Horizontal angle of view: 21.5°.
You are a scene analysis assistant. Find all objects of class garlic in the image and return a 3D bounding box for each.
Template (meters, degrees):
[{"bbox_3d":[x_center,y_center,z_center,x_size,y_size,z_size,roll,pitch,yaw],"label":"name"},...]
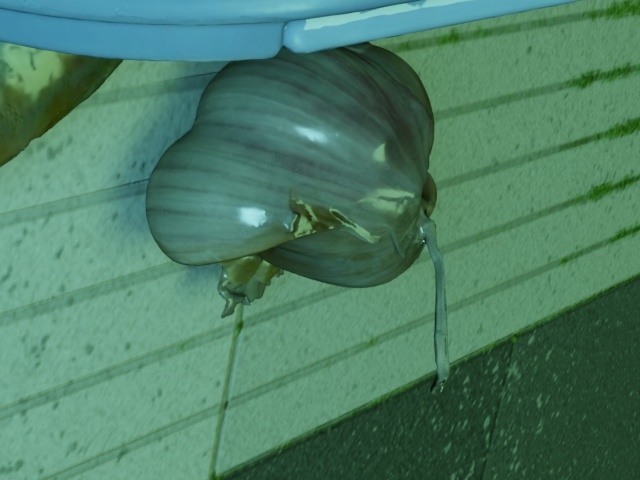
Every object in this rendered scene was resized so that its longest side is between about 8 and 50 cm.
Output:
[{"bbox_3d":[0.000,0.000,1.115,0.207,0.256,0.207,-26,171,-4],"label":"garlic"}]

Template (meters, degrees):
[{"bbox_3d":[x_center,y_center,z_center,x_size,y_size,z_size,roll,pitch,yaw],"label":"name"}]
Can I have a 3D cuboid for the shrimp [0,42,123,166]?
[{"bbox_3d":[-0.151,-0.142,0.887,0.317,0.077,0.168,-44,140,-31],"label":"shrimp"}]

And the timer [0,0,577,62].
[{"bbox_3d":[-0.068,-0.218,0.688,0.395,0.395,0.173,-36,138,-43],"label":"timer"}]
